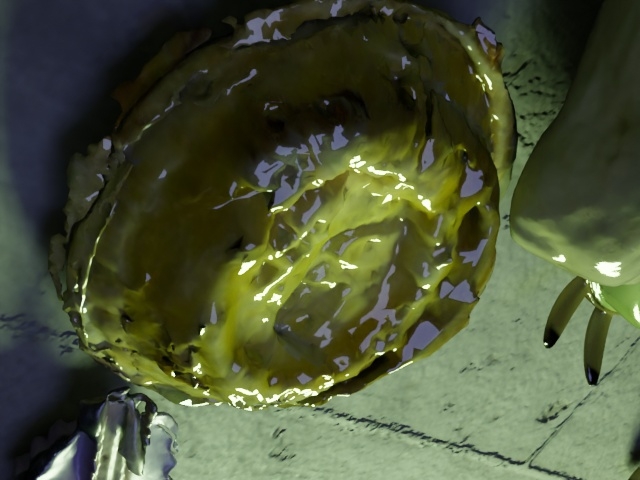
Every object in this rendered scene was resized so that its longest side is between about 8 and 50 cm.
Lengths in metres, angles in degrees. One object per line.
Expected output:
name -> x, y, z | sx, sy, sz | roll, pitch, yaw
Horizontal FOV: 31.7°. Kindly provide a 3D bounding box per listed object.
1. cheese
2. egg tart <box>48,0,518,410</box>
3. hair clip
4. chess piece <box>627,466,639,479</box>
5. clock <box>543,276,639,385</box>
cheese -> 0.193, -0.092, 0.624 | 0.159, 0.093, 0.263 | -24, 140, -54
egg tart -> 0.000, 0.000, 0.584 | 0.278, 0.095, 0.279 | -22, 139, -20
hair clip -> -0.141, 0.195, 0.677 | 0.106, 0.084, 0.292 | -5, 125, -27
chess piece -> 0.387, 0.180, 1.064 | 0.200, 0.090, 0.090 | -50, 140, -4
clock -> 0.249, 0.000, 0.788 | 0.232, 0.069, 0.170 | -45, 140, 7
